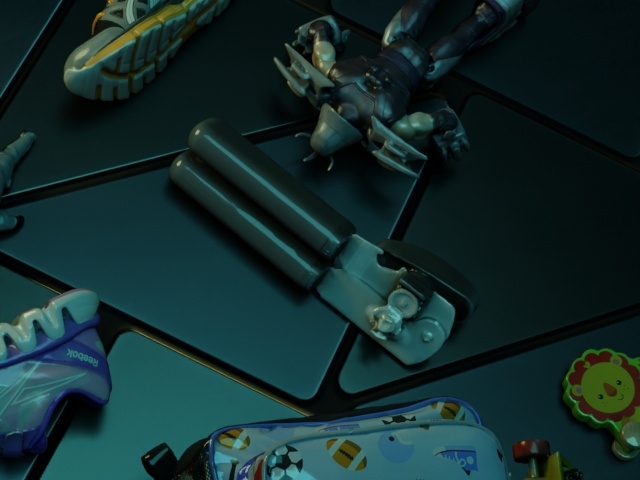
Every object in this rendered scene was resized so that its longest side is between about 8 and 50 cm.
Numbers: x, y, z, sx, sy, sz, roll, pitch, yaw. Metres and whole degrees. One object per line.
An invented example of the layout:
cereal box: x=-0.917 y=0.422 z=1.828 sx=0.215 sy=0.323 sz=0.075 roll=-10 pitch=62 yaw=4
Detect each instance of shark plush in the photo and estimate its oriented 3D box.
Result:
shark plush: x=-0.276 y=-0.022 z=1.259 sx=0.067 sy=0.073 sz=0.161 roll=33 pitch=42 yaw=-18

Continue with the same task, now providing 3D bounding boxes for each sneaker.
sneaker: x=-0.259 y=0.127 z=1.167 sx=0.236 sy=0.095 sz=0.105 roll=-26 pitch=92 yaw=-18
sneaker: x=-0.154 y=-0.200 z=1.332 sx=0.083 sy=0.084 sz=0.215 roll=38 pitch=56 yaw=8

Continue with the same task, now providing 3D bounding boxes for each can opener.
can opener: x=0.000 y=0.000 z=1.291 sx=0.280 sy=0.074 sz=0.093 roll=36 pitch=31 yaw=3

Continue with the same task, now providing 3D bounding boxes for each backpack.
backpack: x=0.030 y=0.254 z=1.114 sx=0.276 sy=0.213 sz=0.263 roll=-5 pitch=79 yaw=-17

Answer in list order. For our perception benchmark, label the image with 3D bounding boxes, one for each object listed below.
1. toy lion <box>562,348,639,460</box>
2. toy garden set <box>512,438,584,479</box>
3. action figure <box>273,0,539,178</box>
toy lion: x=0.260 y=0.130 z=1.304 sx=0.100 sy=0.034 sz=0.096 roll=-26 pitch=67 yaw=-21
toy garden set: x=0.206 y=0.263 z=1.126 sx=0.049 sy=0.244 sz=0.204 roll=-14 pitch=66 yaw=23
action figure: x=0.081 y=-0.161 z=1.356 sx=0.185 sy=0.099 sz=0.285 roll=44 pitch=69 yaw=0
